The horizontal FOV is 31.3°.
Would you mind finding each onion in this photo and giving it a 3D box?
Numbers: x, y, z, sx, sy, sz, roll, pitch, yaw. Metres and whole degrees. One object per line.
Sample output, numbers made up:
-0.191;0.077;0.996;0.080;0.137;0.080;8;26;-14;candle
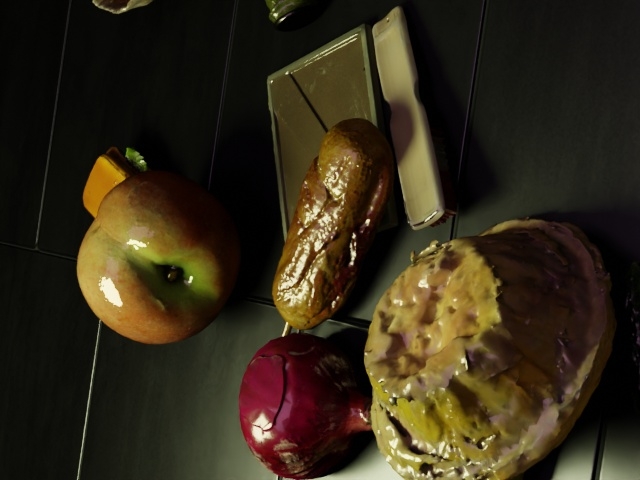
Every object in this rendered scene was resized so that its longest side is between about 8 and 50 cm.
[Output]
-0.007;0.222;1.500;0.218;0.139;0.195;5;81;43;onion

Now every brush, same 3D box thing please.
0.122;-0.160;1.476;0.060;0.050;0.321;-35;53;40;brush

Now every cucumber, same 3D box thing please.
0.347;0.126;1.196;0.058;0.052;0.215;-16;71;23;cucumber

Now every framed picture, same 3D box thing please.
0.010;-0.132;1.603;0.213;0.016;0.289;-21;70;43;framed picture

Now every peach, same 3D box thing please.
-0.238;0.024;1.689;0.252;0.252;0.253;-8;79;45;peach

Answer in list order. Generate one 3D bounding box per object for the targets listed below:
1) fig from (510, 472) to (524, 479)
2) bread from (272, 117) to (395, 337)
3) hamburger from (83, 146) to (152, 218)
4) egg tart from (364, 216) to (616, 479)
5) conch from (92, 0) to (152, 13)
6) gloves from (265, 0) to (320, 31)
0.186;0.252;1.310;0.082;0.098;0.084;18;96;47;fig
0.002;0.001;1.520;0.124;0.084;0.344;44;121;42;bread
-0.312;-0.075;1.877;0.166;0.087;0.137;45;115;38;hamburger
0.161;0.110;1.271;0.352;0.150;0.352;-36;36;33;egg tart
-0.270;-0.510;1.824;0.352;0.210;0.297;139;125;-59;conch
-0.067;-0.430;1.668;0.135;0.107;0.268;-21;64;9;gloves
